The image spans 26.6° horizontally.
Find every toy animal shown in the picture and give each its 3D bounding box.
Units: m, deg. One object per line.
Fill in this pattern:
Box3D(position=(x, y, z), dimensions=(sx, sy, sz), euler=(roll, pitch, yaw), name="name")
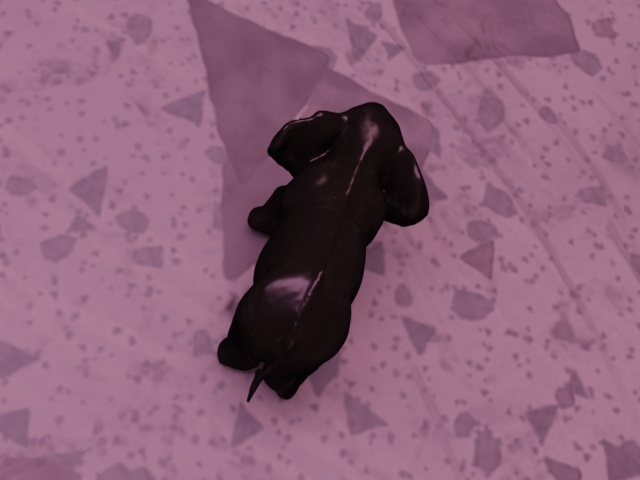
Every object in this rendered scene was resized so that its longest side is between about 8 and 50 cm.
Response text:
Box3D(position=(0.005, 0.000, 0.941), dimensions=(0.114, 0.146, 0.245), euler=(13, 61, -9), name="toy animal")
